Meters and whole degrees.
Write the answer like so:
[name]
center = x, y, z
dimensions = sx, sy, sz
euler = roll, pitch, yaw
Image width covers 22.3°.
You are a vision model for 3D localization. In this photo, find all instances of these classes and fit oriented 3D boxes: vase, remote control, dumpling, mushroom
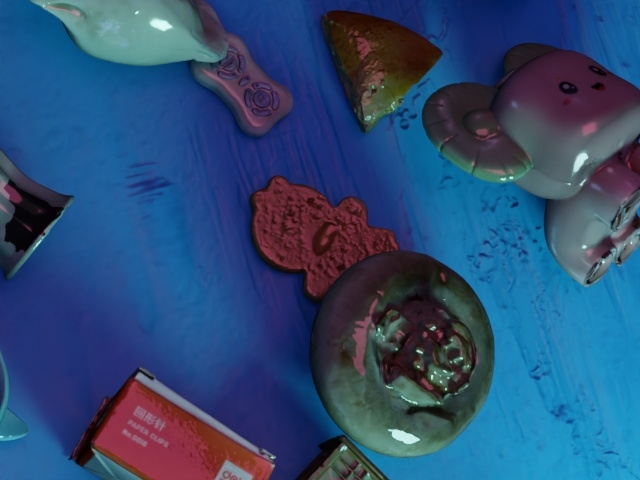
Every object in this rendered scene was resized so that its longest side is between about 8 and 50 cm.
[vase]
center = -0.432, -0.112, 1.689
dimensions = 0.360, 0.165, 0.165
euler = 40, 68, -8
[remote control]
center = -0.090, -0.179, 1.871
dimensions = 0.122, 0.032, 0.074
euler = 46, 68, 0
[dumpling]
center = -0.215, -0.284, 1.819
dimensions = 0.252, 0.131, 0.179
euler = 14, 40, -21
[mushroom]
center = 0.097, 0.121, 1.762
dimensions = 0.226, 0.178, 0.226
euler = 10, 71, -31

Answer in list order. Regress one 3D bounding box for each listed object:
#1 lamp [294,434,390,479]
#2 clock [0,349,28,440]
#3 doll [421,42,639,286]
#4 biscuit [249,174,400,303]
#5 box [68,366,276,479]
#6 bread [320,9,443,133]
[lamp]
center = -0.062, 0.349, 1.709
dimensions = 0.090, 0.089, 0.325
euler = 47, 69, -2
[clock]
center = -0.413, 0.139, 1.614
dimensions = 0.274, 0.094, 0.223
euler = 38, 44, -13
[doll]
center = 0.273, -0.111, 1.904
dimensions = 0.268, 0.216, 0.284
euler = 42, 48, 23
[biscuit]
center = 0.001, 0.006, 1.852
dimensions = 0.184, 0.027, 0.133
euler = 15, 74, -11
[box]
center = -0.154, 0.225, 1.689
dimensions = 0.182, 0.133, 0.099
euler = 32, 67, -5
[bread]
center = 0.085, -0.211, 1.924
dimensions = 0.136, 0.054, 0.154
euler = -13, 82, -23
